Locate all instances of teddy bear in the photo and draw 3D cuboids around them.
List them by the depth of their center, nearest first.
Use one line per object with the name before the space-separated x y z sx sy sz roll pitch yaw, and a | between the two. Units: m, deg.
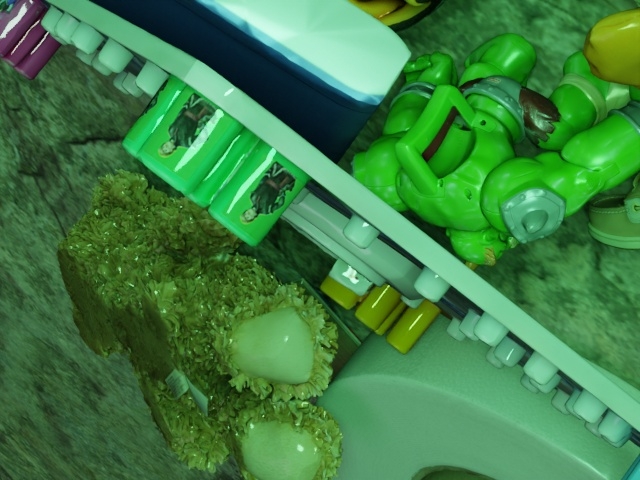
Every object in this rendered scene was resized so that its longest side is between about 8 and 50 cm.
teddy bear | -0.077 0.064 1.256 0.338 0.113 0.245 7 118 61

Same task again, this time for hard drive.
hard drive | -0.065 -0.119 0.918 0.210 0.040 0.319 32 175 -1

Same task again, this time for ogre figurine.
ogre figurine | 0.090 -0.051 0.863 0.197 0.118 0.097 28 149 33

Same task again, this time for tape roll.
tape roll | 0.166 0.210 1.209 0.392 0.072 0.392 32 153 18

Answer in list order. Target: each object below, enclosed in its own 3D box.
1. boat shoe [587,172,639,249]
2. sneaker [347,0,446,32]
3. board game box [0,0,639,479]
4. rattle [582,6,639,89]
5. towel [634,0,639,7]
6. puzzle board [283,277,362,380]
boat shoe | 0.186 -0.022 0.859 0.135 0.050 0.045 -1 110 55
sneaker | 0.020 -0.139 0.870 0.084 0.083 0.215 46 156 -10
board game box | 0.000 0.000 0.905 0.390 0.050 0.390 37 179 -30
rattle | 0.189 -0.001 0.706 0.130 0.143 0.199 3 100 27
towel | 0.144 -0.160 0.719 0.110 0.027 0.148 44 156 0
puzzle board | 0.007 0.081 1.324 0.128 0.011 0.096 49 156 -12
